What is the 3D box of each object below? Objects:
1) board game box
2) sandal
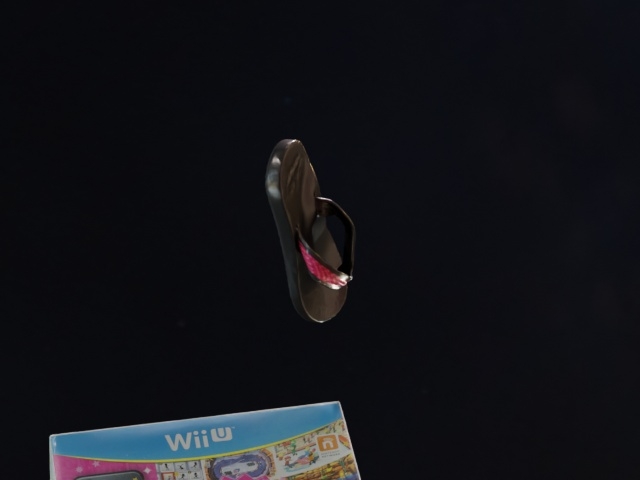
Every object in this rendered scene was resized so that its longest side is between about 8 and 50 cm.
[{"bbox_3d":[-0.066,0.269,1.276,0.224,0.303,0.097,-6,-43,-11],"label":"board game box"},{"bbox_3d":[0.000,0.000,1.291,0.179,0.040,0.067,73,-151,-51],"label":"sandal"}]
